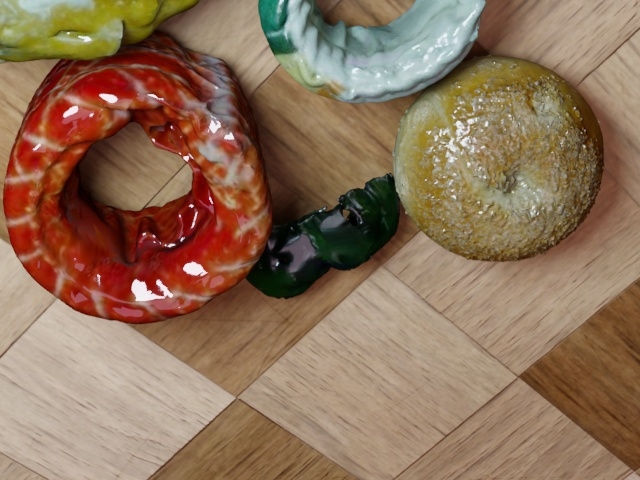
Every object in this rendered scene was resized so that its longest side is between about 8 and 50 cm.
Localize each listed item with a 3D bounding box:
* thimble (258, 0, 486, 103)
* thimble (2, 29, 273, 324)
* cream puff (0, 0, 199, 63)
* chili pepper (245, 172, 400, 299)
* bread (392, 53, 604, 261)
[{"bbox_3d":[0.067,-0.308,1.172,0.288,0.167,0.254,-17,121,4],"label":"thimble"},{"bbox_3d":[-0.230,-0.080,1.231,0.350,0.230,0.350,-3,121,-5],"label":"thimble"},{"bbox_3d":[-0.317,-0.374,1.034,0.378,0.275,0.378,-13,138,-12],"label":"cream puff"},{"bbox_3d":[0.004,0.002,1.368,0.264,0.116,0.148,-26,121,9],"label":"chili pepper"},{"bbox_3d":[0.249,-0.099,1.305,0.305,0.159,0.305,-4,117,-9],"label":"bread"}]
